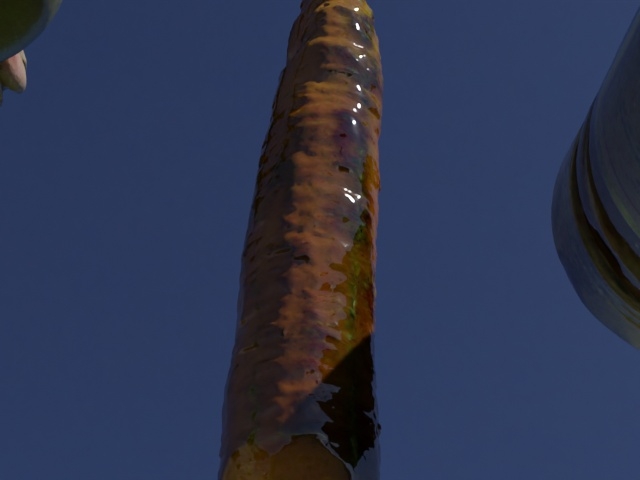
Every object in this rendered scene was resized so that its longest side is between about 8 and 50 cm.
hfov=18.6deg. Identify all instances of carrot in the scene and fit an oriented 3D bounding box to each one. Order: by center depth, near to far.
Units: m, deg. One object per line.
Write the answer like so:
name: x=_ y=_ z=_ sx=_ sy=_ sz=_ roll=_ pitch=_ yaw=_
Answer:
carrot: x=0.000 y=0.000 z=0.833 sx=0.066 sy=0.314 sz=0.066 roll=4 pitch=-35 yaw=3

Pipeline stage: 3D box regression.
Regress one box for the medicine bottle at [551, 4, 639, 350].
medicine bottle: x=0.200 y=-0.058 z=0.839 sx=0.151 sy=0.151 sz=0.322 roll=6 pitch=-19 yaw=-2

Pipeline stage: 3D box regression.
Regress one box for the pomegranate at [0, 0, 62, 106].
pomegranate: x=-0.230 y=-0.162 z=1.190 sx=0.180 sy=0.180 sz=0.210 roll=-7 pitch=-46 yaw=12
